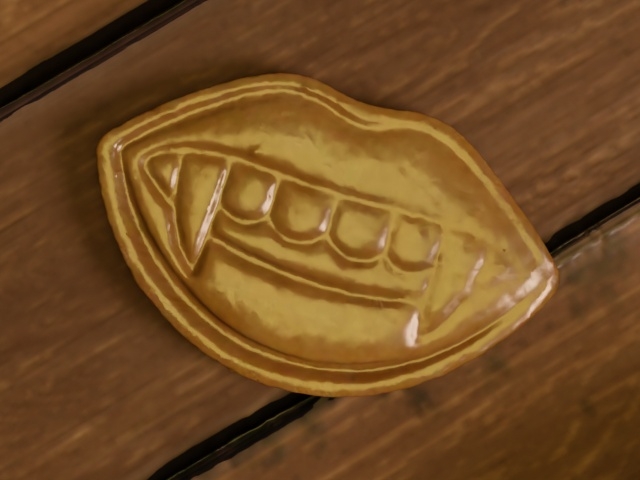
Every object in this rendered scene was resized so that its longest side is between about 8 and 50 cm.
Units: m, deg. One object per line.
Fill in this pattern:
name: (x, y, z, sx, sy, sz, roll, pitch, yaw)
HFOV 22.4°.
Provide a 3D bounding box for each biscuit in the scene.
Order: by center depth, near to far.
biscuit: (0.000, 0.000, 0.745, 0.221, 0.029, 0.142, 20, 91, -4)
